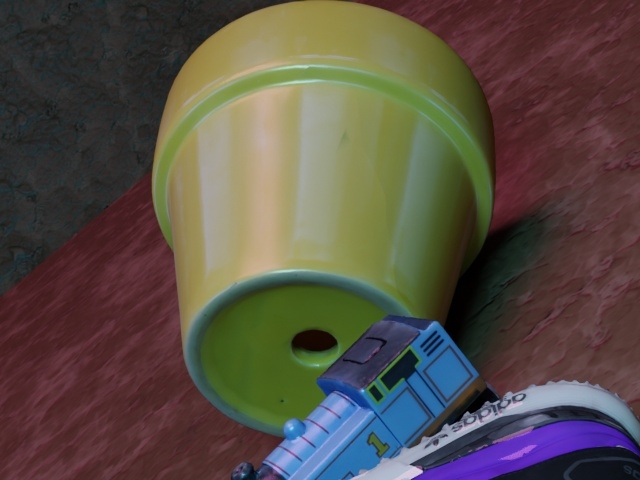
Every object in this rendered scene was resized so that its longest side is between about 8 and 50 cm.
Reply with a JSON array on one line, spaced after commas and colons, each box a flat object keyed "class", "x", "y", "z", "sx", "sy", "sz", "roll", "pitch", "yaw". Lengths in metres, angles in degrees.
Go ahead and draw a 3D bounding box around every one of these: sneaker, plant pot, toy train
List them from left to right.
[{"class": "plant pot", "x": 0.000, "y": 0.000, "z": 1.105, "sx": 0.254, "sy": 0.254, "sz": 0.239, "roll": -31, "pitch": 33, "yaw": 27}, {"class": "toy train", "x": 0.023, "y": 0.129, "z": 0.888, "sx": 0.184, "sy": 0.105, "sz": 0.080, "roll": -43, "pitch": 15, "yaw": -17}, {"class": "sneaker", "x": 0.030, "y": 0.179, "z": 0.734, "sx": 0.293, "sy": 0.102, "sz": 0.146, "roll": -36, "pitch": 16, "yaw": 11}]
